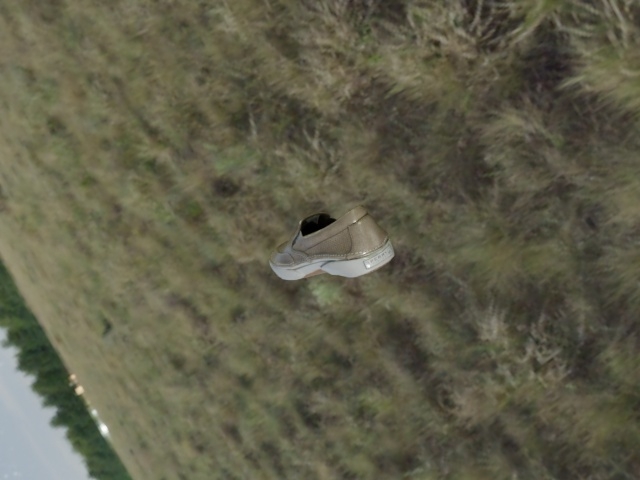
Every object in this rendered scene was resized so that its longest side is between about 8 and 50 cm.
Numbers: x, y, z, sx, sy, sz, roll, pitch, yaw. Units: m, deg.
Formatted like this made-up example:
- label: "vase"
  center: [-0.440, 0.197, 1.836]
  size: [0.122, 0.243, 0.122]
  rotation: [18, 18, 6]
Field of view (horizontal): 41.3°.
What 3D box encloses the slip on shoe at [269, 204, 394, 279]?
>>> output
- label: "slip on shoe"
  center: [0.000, 0.000, 0.587]
  size: [0.041, 0.051, 0.135]
  rotation: [64, 157, -12]
